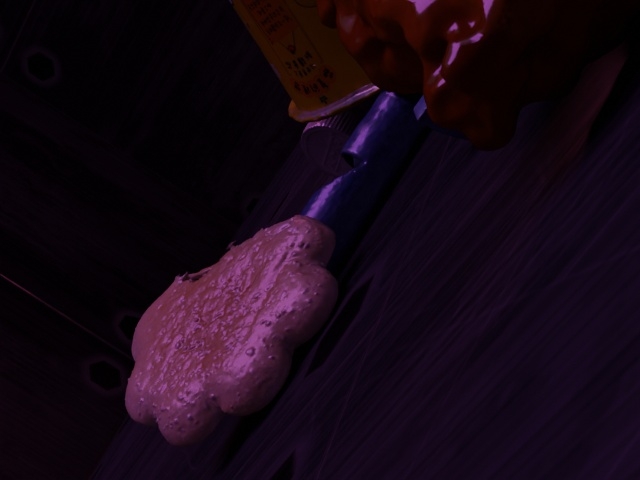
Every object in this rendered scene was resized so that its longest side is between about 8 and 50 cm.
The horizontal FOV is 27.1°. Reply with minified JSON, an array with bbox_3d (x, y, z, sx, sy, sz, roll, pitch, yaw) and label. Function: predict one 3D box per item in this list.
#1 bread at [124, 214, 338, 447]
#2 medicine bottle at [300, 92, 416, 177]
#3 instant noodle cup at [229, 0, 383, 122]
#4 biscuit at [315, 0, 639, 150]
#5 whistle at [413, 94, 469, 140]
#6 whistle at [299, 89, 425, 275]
[{"bbox_3d":[-0.085,0.083,1.157,0.251,0.039,0.181,-30,38,31],"label":"bread"},{"bbox_3d":[0.056,-0.165,1.552,0.188,0.088,0.132,-59,8,-33],"label":"medicine bottle"},{"bbox_3d":[0.024,-0.315,1.356,0.326,0.254,0.325,-35,18,13],"label":"instant noodle cup"},{"bbox_3d":[0.098,-0.237,0.731,0.318,0.110,0.312,-49,47,9],"label":"biscuit"},{"bbox_3d":[0.119,-0.155,0.934,0.158,0.090,0.090,-55,5,32],"label":"whistle"},{"bbox_3d":[0.000,0.000,1.227,0.304,0.062,0.062,-57,5,-9],"label":"whistle"}]
